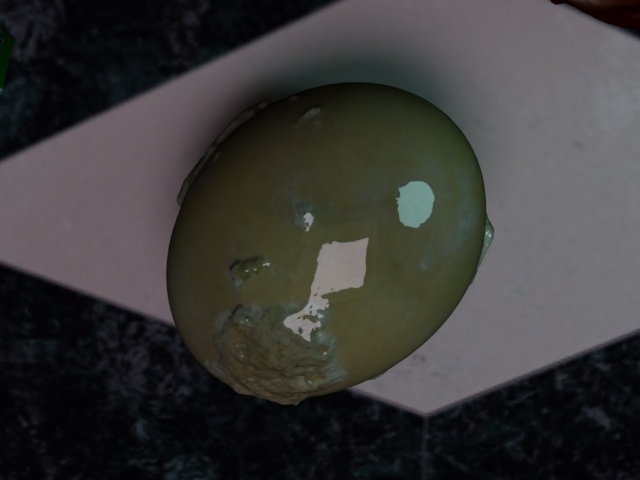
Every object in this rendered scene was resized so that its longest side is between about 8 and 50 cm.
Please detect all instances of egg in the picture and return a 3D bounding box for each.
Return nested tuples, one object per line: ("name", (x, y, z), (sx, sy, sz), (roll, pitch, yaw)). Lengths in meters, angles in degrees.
("egg", (0.003, 0.003, 0.857), (0.164, 0.164, 0.201), (35, 118, -23))

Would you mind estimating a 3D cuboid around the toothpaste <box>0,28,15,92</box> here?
("toothpaste", (-0.279, -0.155, 0.795), (0.267, 0.065, 0.050), (38, 112, -24))

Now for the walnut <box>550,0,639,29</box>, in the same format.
("walnut", (0.197, -0.187, 0.717), (0.269, 0.221, 0.244), (12, 155, -20))
